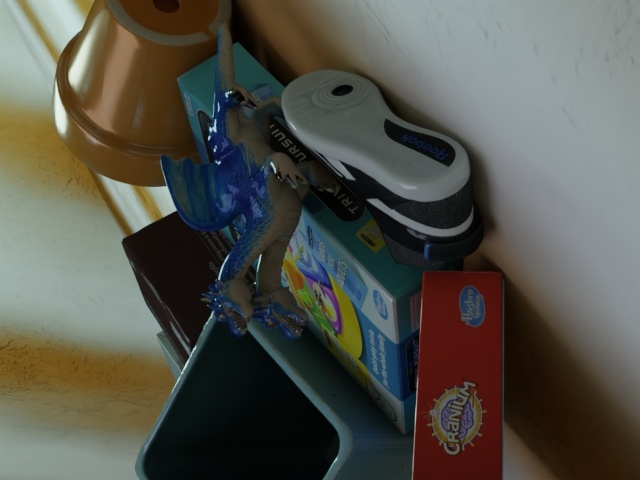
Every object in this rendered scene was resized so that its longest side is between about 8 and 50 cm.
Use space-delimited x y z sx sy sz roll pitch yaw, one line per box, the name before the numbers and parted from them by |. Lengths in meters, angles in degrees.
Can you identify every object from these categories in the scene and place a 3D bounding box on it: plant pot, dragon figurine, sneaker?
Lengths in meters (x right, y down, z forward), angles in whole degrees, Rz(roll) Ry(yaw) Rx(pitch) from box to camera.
plant pot | -0.173 -0.192 1.105 0.205 0.205 0.188 55 149 19
plant pot | -0.007 0.239 1.175 0.252 0.247 0.248 11 -156 -46
dragon figurine | -0.076 -0.055 0.900 0.085 0.144 0.289 3 -128 -52
sneaker | 0.044 -0.048 0.841 0.217 0.079 0.121 43 157 47

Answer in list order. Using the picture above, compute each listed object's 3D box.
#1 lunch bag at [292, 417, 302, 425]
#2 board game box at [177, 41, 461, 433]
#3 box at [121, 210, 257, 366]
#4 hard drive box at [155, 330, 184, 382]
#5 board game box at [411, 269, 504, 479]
lunch bag | -0.025 0.149 1.360 0.151 0.128 0.096 57 165 9
board game box | 0.000 0.000 1.038 0.336 0.079 0.254 45 160 31
box | -0.102 0.050 1.278 0.168 0.203 0.167 53 164 27
hard drive box | -0.172 0.206 1.862 0.089 0.181 0.232 50 163 31
board game box | 0.106 0.220 0.827 0.242 0.064 0.317 81 -167 -55
